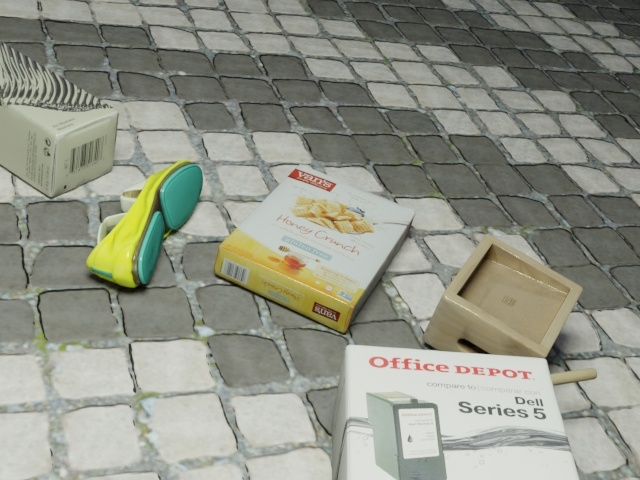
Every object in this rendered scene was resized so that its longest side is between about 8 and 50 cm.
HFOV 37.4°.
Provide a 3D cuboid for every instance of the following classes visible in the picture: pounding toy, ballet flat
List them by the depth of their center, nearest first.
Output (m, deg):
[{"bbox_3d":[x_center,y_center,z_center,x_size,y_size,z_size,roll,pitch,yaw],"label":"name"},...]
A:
[{"bbox_3d":[0.207,0.122,1.040,0.181,0.094,0.206,31,47,13],"label":"pounding toy"},{"bbox_3d":[-0.207,-0.029,1.103,0.077,0.077,0.231,4,35,12],"label":"ballet flat"}]

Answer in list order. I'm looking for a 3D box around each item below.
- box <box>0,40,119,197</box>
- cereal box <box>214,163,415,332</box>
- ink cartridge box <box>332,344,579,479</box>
[{"bbox_3d":[-0.394,-0.170,1.200,0.275,0.094,0.113,30,38,19],"label":"box"},{"bbox_3d":[0.000,0.000,1.157,0.173,0.047,0.240,23,36,10],"label":"cereal box"},{"bbox_3d":[0.112,0.221,0.814,0.198,0.114,0.273,5,34,-3],"label":"ink cartridge box"}]
